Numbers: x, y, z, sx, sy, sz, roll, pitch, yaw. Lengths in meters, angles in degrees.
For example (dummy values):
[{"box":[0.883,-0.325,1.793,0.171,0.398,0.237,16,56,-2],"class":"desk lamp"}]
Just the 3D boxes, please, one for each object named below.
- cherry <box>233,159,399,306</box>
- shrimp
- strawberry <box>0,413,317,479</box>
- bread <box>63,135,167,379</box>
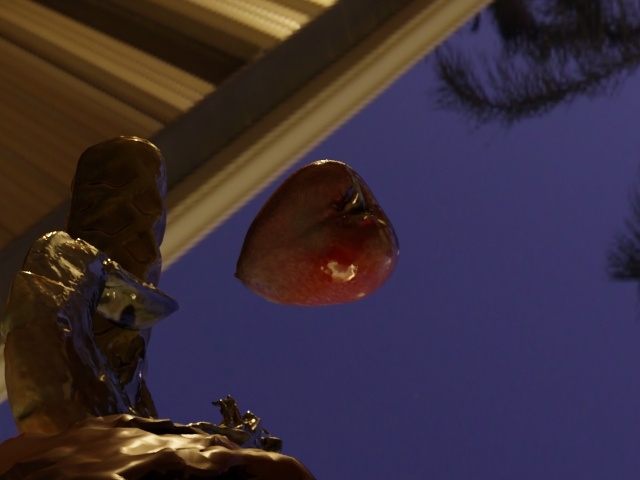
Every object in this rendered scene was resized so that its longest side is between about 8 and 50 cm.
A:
[{"box":[0.000,-0.005,0.848,0.126,0.106,0.087,-10,178,38],"class":"cherry"},{"box":[-0.117,0.111,0.814,0.085,0.360,0.247,-27,-107,11],"class":"shrimp"},{"box":[-0.064,0.191,0.380,0.274,0.220,0.274,-10,-107,34],"class":"strawberry"},{"box":[-0.182,0.022,0.987,0.087,0.098,0.269,10,-127,-13],"class":"bread"}]
